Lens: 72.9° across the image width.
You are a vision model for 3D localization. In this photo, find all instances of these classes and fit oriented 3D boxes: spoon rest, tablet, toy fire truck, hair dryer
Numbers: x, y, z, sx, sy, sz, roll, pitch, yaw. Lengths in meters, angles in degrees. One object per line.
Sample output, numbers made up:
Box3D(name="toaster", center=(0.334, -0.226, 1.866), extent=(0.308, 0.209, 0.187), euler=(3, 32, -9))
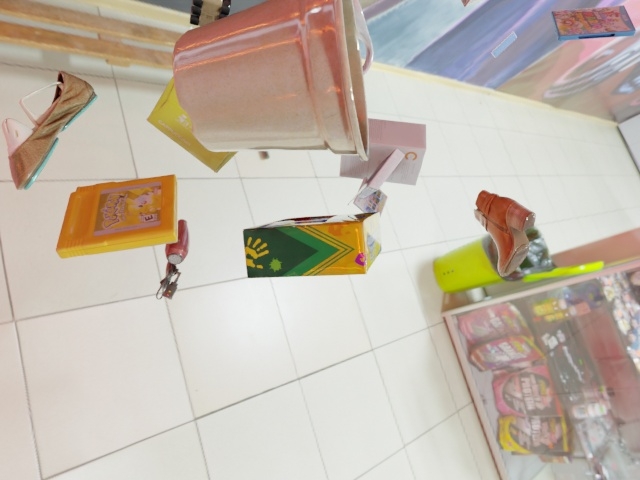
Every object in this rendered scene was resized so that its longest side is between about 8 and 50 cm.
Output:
Box3D(name="spoon rest", center=(0.120, -0.700, 1.463), extent=(0.084, 0.137, 0.276), euler=(-27, 127, -11))
Box3D(name="tablet", center=(0.584, -0.623, 1.381), extent=(0.054, 0.083, 0.006), euler=(-2, 55, -55))
Box3D(name="toy fire truck", center=(-0.380, -0.865, 1.444), extent=(0.158, 0.217, 0.246), euler=(6, 91, -20))
Box3D(name="hair dryer", center=(-0.522, 0.062, 1.505), extent=(0.080, 0.223, 0.294), euler=(22, 76, -28))

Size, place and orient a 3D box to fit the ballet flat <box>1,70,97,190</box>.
Box3D(name="ballet flat", center=(-0.697, -0.290, 1.080), extent=(0.124, 0.116, 0.342), euler=(42, 60, -39))

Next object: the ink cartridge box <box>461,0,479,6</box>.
Box3D(name="ink cartridge box", center=(0.269, -0.419, 0.674), extent=(0.062, 0.115, 0.029), euler=(-26, 88, -8))

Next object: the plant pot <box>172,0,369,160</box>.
Box3D(name="plant pot", center=(-0.082, -0.296, 0.803), extent=(0.334, 0.305, 0.334), euler=(-6, 90, -78))

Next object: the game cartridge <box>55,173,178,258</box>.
Box3D(name="game cartridge", center=(-0.600, -0.084, 1.313), extent=(0.323, 0.053, 0.285), euler=(-8, 47, -10))

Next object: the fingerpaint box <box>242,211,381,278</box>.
Box3D(name="fingerpaint box", center=(0.000, 0.000, 1.462), extent=(0.445, 0.371, 0.163), euler=(-28, 114, -74))

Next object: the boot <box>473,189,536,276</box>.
Box3D(name="boot", center=(0.637, -0.030, 1.572), extent=(0.109, 0.220, 0.284), euler=(-21, 127, -23))

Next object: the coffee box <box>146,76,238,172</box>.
Box3D(name="coffee box", center=(-0.403, -0.539, 1.690), extent=(0.337, 0.338, 0.334), euler=(37, 51, -23))

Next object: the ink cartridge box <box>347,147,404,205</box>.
Box3D(name="ink cartridge box", center=(0.199, -0.216, 1.587), extent=(0.045, 0.223, 0.224), euler=(40, 84, -3))

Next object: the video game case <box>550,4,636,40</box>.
Box3D(name="video game case", center=(0.669, -0.538, 1.071), extent=(0.015, 0.166, 0.119), euler=(75, 21, -53))

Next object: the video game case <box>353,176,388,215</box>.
Box3D(name="video game case", center=(0.216, -0.173, 1.853), extent=(0.143, 0.019, 0.157), euler=(39, 54, -21))

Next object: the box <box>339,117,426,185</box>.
Box3D(name="box", center=(0.264, -0.387, 1.875), extent=(0.345, 0.215, 0.168), euler=(8, 54, 4))
